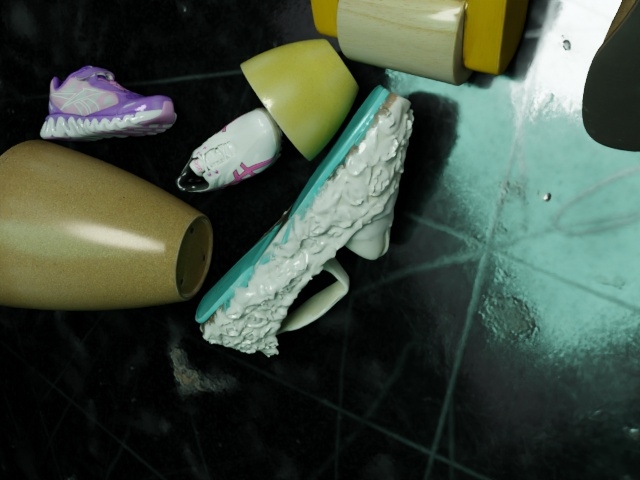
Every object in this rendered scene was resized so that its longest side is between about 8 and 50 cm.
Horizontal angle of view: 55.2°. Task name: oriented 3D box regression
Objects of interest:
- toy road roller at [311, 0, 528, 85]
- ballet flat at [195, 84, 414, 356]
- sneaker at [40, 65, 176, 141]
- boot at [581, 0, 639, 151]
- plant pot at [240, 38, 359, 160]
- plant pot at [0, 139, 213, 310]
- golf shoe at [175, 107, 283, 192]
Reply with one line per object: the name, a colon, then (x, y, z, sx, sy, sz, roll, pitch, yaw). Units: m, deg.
toy road roller: (0.118, -0.340, 0.571, 0.202, 0.241, 0.330, 21, 147, 23)
ballet flat: (0.000, 0.000, 0.736, 0.147, 0.147, 0.409, 49, 121, 11)
sneaker: (-0.308, -0.198, 0.870, 0.236, 0.095, 0.105, 2, 94, 29)
boot: (0.290, -0.197, 0.487, 0.112, 0.115, 0.305, 13, 148, 16)
plant pot: (-0.013, -0.173, 0.699, 0.095, 0.134, 0.134, -34, 83, 8)
plant pot: (-0.286, -0.002, 0.838, 0.254, 0.237, 0.237, 10, 105, 11)
golf shoe: (-0.113, -0.100, 0.750, 0.186, 0.086, 0.068, -28, 92, 52)
